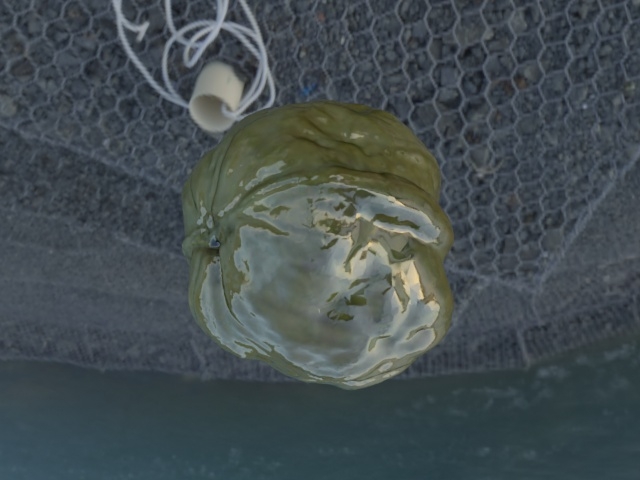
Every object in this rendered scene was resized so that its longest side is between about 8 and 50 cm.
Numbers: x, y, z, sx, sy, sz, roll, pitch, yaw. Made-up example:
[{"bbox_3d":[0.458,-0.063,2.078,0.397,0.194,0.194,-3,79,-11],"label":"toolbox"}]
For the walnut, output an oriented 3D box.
[{"bbox_3d":[0.000,0.002,0.877,0.277,0.282,0.253,9,131,-25],"label":"walnut"}]
